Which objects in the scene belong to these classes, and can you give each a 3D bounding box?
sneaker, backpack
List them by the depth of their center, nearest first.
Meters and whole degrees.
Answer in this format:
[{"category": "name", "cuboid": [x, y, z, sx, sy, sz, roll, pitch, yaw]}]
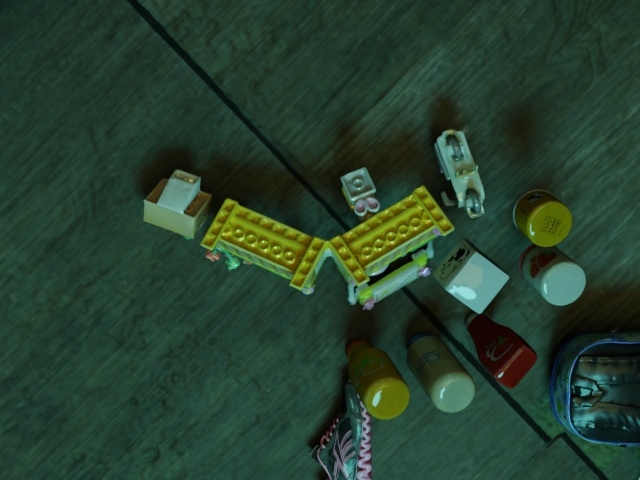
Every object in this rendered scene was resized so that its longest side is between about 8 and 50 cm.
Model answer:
[{"category": "backpack", "cuboid": [0.262, 0.130, 1.072, 0.114, 0.084, 0.105, 2, 96, -11]}, {"category": "sneaker", "cuboid": [0.018, 0.180, 1.077, 0.057, 0.047, 0.119, 1, 100, 4]}]

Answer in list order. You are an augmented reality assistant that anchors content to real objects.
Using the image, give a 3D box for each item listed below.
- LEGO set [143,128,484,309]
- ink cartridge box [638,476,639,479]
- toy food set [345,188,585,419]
[{"category": "LEGO set", "cuboid": [0.000, 0.000, 1.028, 0.287, 0.107, 0.132, -10, 67, -1]}, {"category": "ink cartridge box", "cuboid": [0.371, 0.244, 1.119, 0.104, 0.061, 0.181, -40, 103, 1]}, {"category": "toy food set", "cuboid": [0.127, 0.055, 1.030, 0.111, 0.104, 0.232, 34, 98, -22]}]
